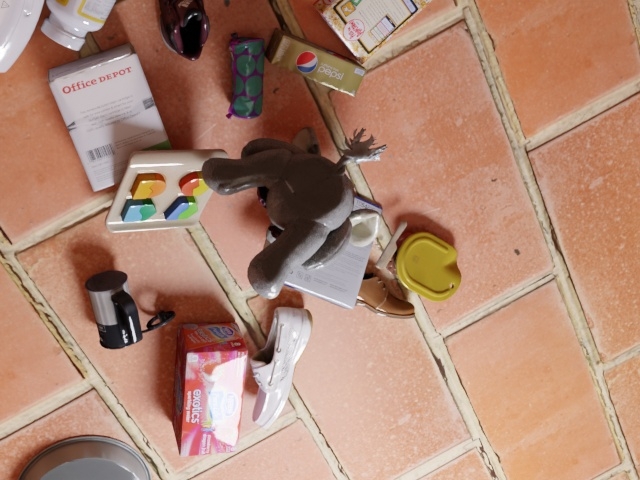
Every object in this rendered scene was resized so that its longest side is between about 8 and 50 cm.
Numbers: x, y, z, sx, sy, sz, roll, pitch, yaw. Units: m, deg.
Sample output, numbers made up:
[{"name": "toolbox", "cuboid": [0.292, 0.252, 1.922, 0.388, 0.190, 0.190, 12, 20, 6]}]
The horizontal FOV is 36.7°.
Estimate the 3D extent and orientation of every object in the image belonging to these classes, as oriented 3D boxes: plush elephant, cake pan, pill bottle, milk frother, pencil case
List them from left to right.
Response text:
[{"name": "pill bottle", "cuboid": [-0.393, -0.416, 1.611, 0.103, 0.103, 0.184, 25, 106, -26]}, {"name": "cake pan", "cuboid": [-0.506, 0.555, 2.077, 0.293, 0.054, 0.293, -7, 116, -14]}, {"name": "milk frother", "cuboid": [-0.370, 0.126, 1.898, 0.143, 0.129, 0.135, -41, 133, -47]}, {"name": "pencil case", "cuboid": [-0.138, -0.299, 1.770, 0.070, 0.064, 0.152, -13, 119, -29]}, {"name": "plush elephant", "cuboid": [-0.026, -0.070, 1.784, 0.330, 0.255, 0.272, -32, 78, -4]}]

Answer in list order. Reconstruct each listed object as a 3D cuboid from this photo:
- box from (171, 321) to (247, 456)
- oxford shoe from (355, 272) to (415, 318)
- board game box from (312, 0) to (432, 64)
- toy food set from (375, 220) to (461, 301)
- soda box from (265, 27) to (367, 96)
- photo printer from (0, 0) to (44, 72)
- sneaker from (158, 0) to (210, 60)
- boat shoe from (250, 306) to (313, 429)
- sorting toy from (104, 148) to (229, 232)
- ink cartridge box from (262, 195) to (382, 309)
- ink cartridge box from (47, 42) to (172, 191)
[{"name": "box", "cuboid": [-0.232, 0.307, 2.001, 0.128, 0.123, 0.257, -1, 115, -18]}, {"name": "oxford shoe", "cuboid": [0.120, 0.112, 2.049, 0.212, 0.076, 0.076, 21, 99, -25]}, {"name": "board game box", "cuboid": [0.103, -0.440, 1.771, 0.193, 0.045, 0.147, -41, 132, 4]}, {"name": "toy food set", "cuboid": [0.201, 0.045, 2.049, 0.217, 0.071, 0.128, 30, 79, -29]}, {"name": "soda box", "cuboid": [-0.009, -0.331, 1.796, 0.181, 0.061, 0.058, 19, 109, -25]}, {"name": "photo printer", "cuboid": [-0.600, -0.421, 1.542, 0.307, 0.107, 0.256, 16, 110, -24]}, {"name": "sneaker", "cuboid": [-0.229, -0.435, 1.619, 0.106, 0.162, 0.281, -15, 119, -10]}, {"name": "boat shoe", "cuboid": [-0.106, 0.264, 2.040, 0.096, 0.098, 0.277, 15, 101, -23]}, {"name": "sorting toy", "cuboid": [-0.282, -0.085, 1.777, 0.193, 0.038, 0.208, -5, 145, -31]}, {"name": "ink cartridge box", "cuboid": [0.000, 0.000, 1.949, 0.223, 0.045, 0.224, 23, 78, -25]}, {"name": "ink cartridge box", "cuboid": [-0.370, -0.221, 1.718, 0.160, 0.092, 0.219, -20, 119, -7]}]
